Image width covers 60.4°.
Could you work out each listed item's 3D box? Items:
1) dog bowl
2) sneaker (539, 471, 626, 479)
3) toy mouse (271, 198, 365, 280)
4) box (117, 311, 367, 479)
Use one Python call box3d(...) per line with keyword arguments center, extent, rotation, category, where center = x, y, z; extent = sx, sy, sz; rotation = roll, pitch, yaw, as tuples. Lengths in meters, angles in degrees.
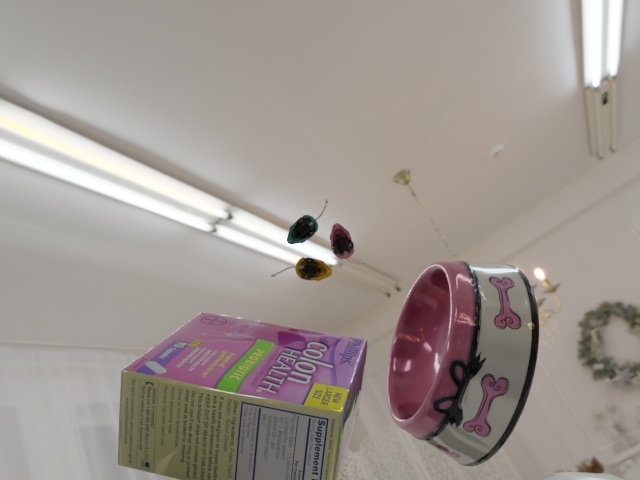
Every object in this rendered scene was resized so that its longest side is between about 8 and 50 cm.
box3d(center=(0.259, 0.222, 1.106), extent=(0.150, 0.408, 0.408), rotation=(17, -37, -6), category="dog bowl")
box3d(center=(0.324, 0.316, 0.551), extent=(0.135, 0.366, 0.150), rotation=(-63, 14, -9), category="sneaker")
box3d(center=(0.000, 0.000, 0.950), extent=(0.161, 0.143, 0.031), rotation=(5, -9, -7), category="toy mouse")
box3d(center=(-0.079, 0.189, 0.669), extent=(0.243, 0.117, 0.213), rotation=(9, 11, 10), category="box")
